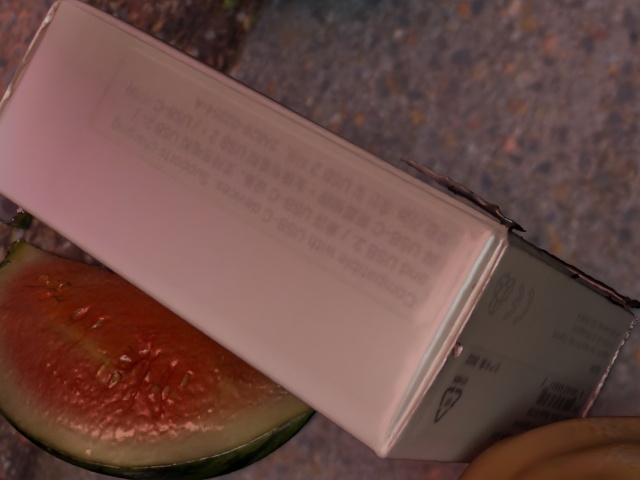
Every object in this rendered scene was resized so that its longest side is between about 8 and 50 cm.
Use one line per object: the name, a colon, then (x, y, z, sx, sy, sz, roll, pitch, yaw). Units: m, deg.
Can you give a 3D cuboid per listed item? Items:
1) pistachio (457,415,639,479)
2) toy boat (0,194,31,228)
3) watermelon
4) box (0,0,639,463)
pistachio: (0.141, 0.219, 0.420, 0.238, 0.229, 0.321, -21, 76, -13)
toy boat: (-0.229, -0.054, 0.780, 0.115, 0.016, 0.063, 24, 91, 30)
watermelon: (-0.122, 0.075, 0.679, 0.245, 0.063, 0.119, 24, 78, 30)
box: (0.000, 0.000, 0.542, 0.252, 0.203, 0.106, 32, 96, 29)
